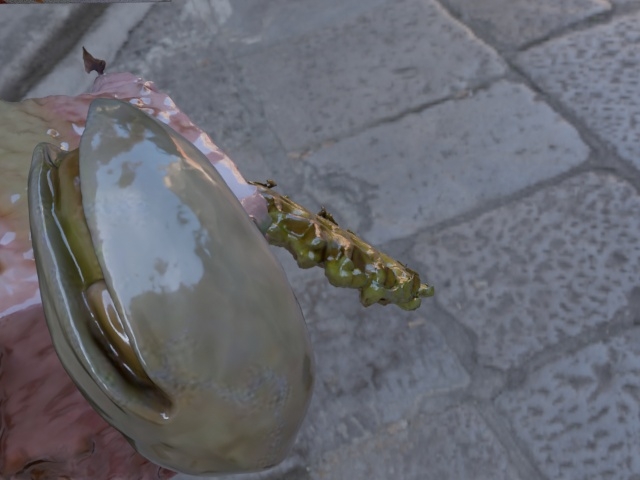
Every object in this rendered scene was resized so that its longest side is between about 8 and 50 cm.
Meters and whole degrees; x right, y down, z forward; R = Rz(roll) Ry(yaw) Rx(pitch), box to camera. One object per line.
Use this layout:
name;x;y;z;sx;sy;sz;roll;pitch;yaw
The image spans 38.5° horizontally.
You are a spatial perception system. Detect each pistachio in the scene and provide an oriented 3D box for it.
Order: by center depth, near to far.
pistachio;-0.084;0.027;0.501;0.126;0.152;0.223;-35;81;22

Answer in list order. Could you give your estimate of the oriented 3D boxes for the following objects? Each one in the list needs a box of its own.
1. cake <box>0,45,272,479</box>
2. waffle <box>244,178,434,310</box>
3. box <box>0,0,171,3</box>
cake;-0.226;0.062;0.761;0.307;0.314;0.293;-22;49;-36
waffle;0.000;0.000;1.228;0.302;0.325;0.068;34;96;34
box;-0.358;-0.349;0.813;0.385;0.344;0.122;2;75;10
